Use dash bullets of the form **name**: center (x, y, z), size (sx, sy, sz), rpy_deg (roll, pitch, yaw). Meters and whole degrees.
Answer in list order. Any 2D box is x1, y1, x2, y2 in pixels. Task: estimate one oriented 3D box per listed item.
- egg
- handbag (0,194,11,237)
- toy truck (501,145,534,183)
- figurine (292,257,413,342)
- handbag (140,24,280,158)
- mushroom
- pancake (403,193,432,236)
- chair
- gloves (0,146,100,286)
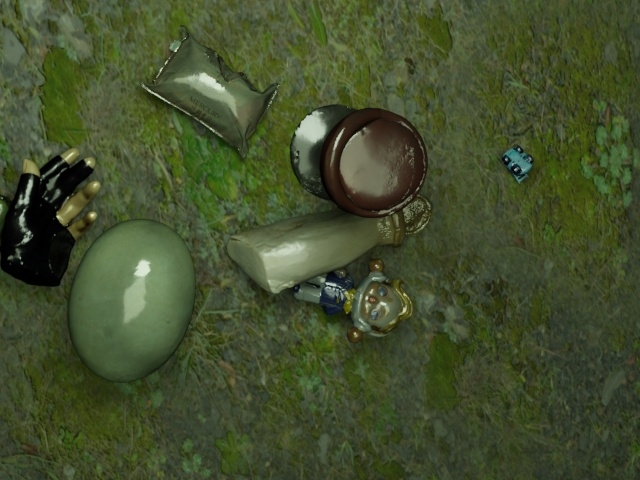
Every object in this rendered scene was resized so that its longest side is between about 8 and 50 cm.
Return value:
- **egg**: center (-0.397, 0.126, 1.698), size (0.259, 0.258, 0.352), rpy_deg (19, 99, -15)
- **handbag**: center (-0.689, -0.044, 1.710), size (0.072, 0.047, 0.111), rpy_deg (15, 95, -14)
- **toy truck**: center (0.472, -0.177, 1.924), size (0.056, 0.090, 0.073), rpy_deg (-37, 62, -2)
- **figurine**: center (0.072, 0.144, 1.873), size (0.275, 0.133, 0.193), rpy_deg (-3, 78, -5)
- **handbag**: center (-0.225, -0.324, 1.723), size (0.270, 0.117, 0.182), rpy_deg (33, 84, -15)
- **mushroom**: center (0.000, 0.005, 1.810), size (0.408, 0.154, 0.137), rpy_deg (-15, 121, -8)
- **pancake**: center (0.215, -0.062, 1.917), size (0.115, 0.011, 0.114), rpy_deg (-2, 103, -10)
- **chair**: center (0.076, -0.167, 1.666), size (0.227, 0.401, 0.226), rpy_deg (-2, 100, -10)
- **gloves**: center (-0.570, -0.060, 1.677), size (0.301, 0.152, 0.197), rpy_deg (-60, 141, -12)
